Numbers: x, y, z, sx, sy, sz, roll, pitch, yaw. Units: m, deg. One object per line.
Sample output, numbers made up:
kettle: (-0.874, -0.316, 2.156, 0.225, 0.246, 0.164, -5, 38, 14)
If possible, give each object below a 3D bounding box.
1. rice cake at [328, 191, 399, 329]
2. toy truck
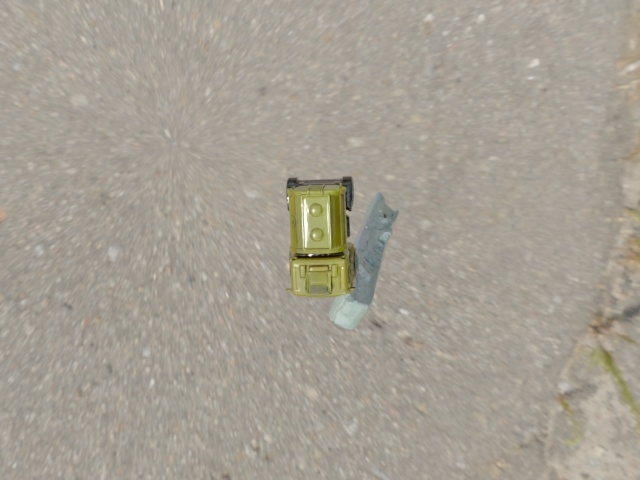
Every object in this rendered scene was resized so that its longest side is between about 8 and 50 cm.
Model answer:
rice cake: (0.041, 0.013, 1.086, 0.030, 0.180, 0.042, 29, 122, -5)
toy truck: (0.000, 0.000, 0.856, 0.049, 0.054, 0.083, -1, 102, 5)
